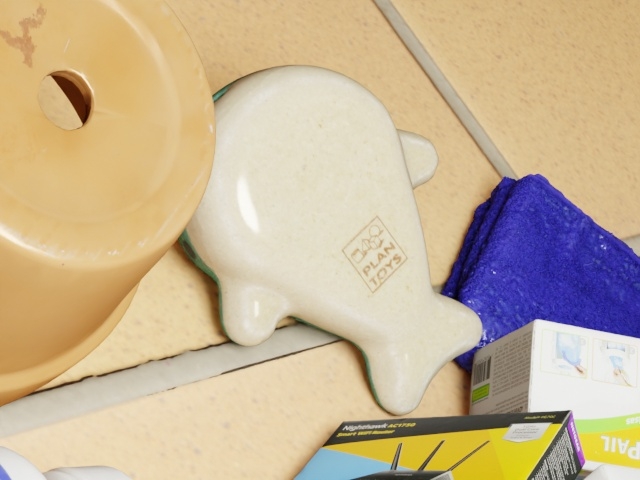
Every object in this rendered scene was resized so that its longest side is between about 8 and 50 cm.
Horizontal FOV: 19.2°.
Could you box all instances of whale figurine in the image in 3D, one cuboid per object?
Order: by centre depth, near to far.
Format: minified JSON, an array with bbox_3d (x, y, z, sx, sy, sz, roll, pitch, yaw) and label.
[{"bbox_3d":[0.000,0.000,1.390,0.216,0.141,0.272,-46,109,-20],"label":"whale figurine"}]

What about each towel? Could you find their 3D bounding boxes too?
[{"bbox_3d":[0.246,0.089,1.533,0.308,0.076,0.227,35,38,-6],"label":"towel"}]

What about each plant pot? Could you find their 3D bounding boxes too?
[{"bbox_3d":[-0.198,-0.053,1.132,0.291,0.203,0.290,12,69,-34],"label":"plant pot"}]

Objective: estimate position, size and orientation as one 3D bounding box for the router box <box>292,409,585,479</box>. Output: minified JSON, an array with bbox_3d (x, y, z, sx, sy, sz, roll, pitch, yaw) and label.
[{"bbox_3d":[0.068,0.165,1.240,0.133,0.179,0.046,-44,122,-52],"label":"router box"}]

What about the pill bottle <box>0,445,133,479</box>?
[{"bbox_3d":[-0.223,0.186,0.993,0.272,0.152,0.152,0,53,-39],"label":"pill bottle"}]

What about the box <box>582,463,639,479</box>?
[{"bbox_3d":[0.187,0.249,1.250,0.091,0.170,0.130,12,47,-32],"label":"box"}]

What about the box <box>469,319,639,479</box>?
[{"bbox_3d":[0.223,0.134,1.387,0.203,0.114,0.103,11,72,-17],"label":"box"}]
